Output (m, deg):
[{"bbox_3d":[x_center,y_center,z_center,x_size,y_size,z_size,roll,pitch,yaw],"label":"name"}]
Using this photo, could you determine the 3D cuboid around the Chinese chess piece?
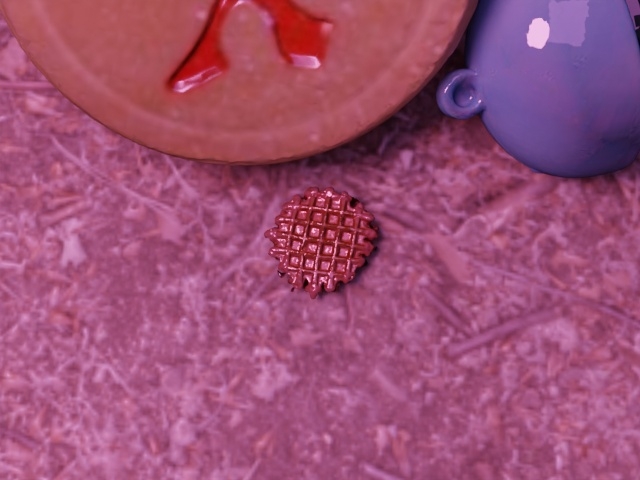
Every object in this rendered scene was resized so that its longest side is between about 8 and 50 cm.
[{"bbox_3d":[-0.055,-0.215,0.830,0.338,0.140,0.338,0,122,0],"label":"Chinese chess piece"}]

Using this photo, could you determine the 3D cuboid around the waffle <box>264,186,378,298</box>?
[{"bbox_3d":[0.000,0.000,0.921,0.083,0.029,0.075,-43,80,-6],"label":"waffle"}]

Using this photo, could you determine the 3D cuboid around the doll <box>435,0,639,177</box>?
[{"bbox_3d":[0.224,-0.147,0.899,0.314,0.141,0.177,-20,108,-16],"label":"doll"}]
